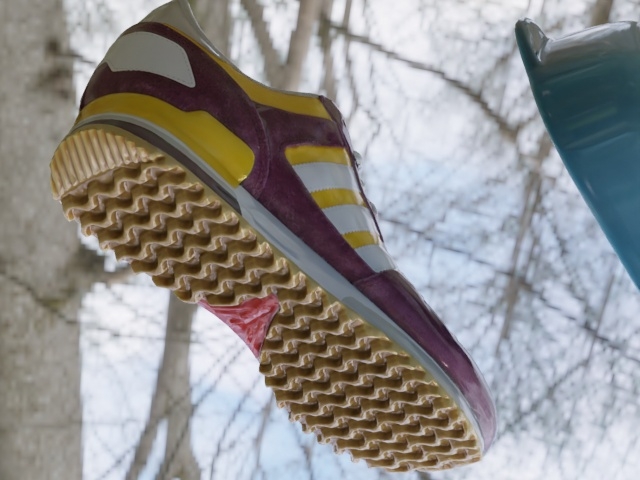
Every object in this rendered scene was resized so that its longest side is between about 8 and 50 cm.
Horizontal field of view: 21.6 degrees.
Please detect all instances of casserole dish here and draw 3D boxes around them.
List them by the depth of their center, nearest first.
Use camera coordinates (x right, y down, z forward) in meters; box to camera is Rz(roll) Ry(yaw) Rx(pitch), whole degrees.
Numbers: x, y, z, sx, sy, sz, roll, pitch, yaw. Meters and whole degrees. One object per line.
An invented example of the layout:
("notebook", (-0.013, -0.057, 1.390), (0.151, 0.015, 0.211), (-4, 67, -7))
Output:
("casserole dish", (0.117, 0.011, 0.476), (0.037, 0.188, 0.114), (-29, -171, 17))

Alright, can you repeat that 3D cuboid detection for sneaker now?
("sneaker", (0.000, 0.000, 0.548), (0.185, 0.069, 0.084), (45, -133, -27))
